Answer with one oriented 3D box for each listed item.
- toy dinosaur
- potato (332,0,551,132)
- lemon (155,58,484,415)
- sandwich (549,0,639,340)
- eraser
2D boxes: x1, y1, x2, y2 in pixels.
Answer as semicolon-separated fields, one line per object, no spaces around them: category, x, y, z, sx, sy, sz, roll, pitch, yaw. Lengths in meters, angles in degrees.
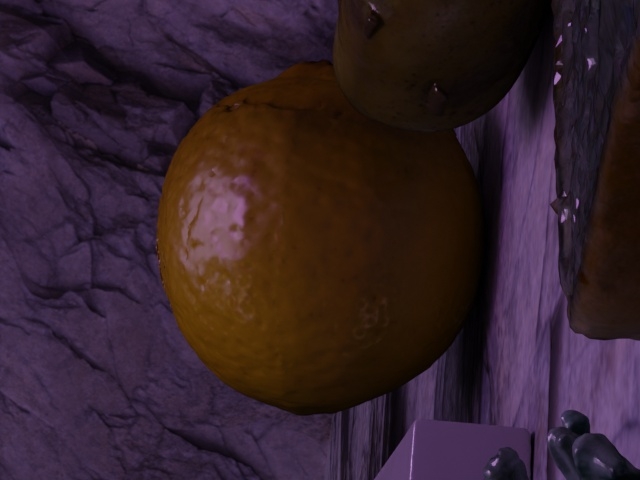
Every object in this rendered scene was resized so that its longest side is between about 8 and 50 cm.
toy dinosaur;0.097;0.182;0.808;0.383;0.076;0.129;88;160;-48
potato;0.085;-0.179;1.150;0.197;0.149;0.228;-45;-27;-58
lemon;0.000;-0.002;1.374;0.293;0.293;0.293;-174;90;-88
sandwich;0.131;-0.142;0.567;0.271;0.099;0.301;99;175;-57
eraser;0.081;0.192;1.189;0.298;0.078;0.076;103;173;-72
